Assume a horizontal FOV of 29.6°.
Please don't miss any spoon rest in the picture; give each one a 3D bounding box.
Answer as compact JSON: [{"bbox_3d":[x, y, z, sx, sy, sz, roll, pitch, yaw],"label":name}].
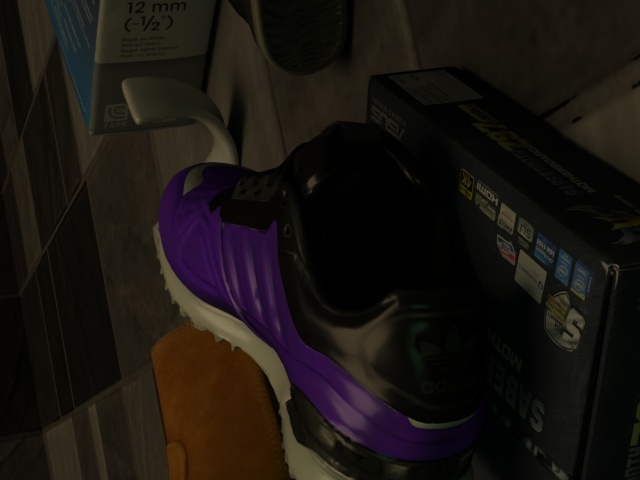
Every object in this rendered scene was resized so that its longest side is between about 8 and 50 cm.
[{"bbox_3d":[-0.111,-0.031,1.086,0.276,0.084,0.137,85,165,-48],"label":"spoon rest"}]

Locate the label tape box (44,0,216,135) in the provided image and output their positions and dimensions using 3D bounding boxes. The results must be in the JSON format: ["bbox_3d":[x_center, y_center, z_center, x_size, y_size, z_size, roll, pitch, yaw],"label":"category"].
[{"bbox_3d":[-0.168,-0.302,1.061,0.348,0.115,0.249,110,145,-46],"label":"label tape box"}]

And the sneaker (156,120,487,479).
[{"bbox_3d":[0.001,0.000,0.603,0.293,0.102,0.146,47,137,51],"label":"sneaker"}]

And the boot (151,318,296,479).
[{"bbox_3d":[-0.069,0.156,0.741,0.211,0.295,0.104,58,169,30],"label":"boot"}]

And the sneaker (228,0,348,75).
[{"bbox_3d":[-0.037,-0.227,0.784,0.118,0.083,0.222,-133,39,-57],"label":"sneaker"}]

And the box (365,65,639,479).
[{"bbox_3d":[0.088,0.038,0.595,0.233,0.059,0.183,-130,36,-55],"label":"box"}]
